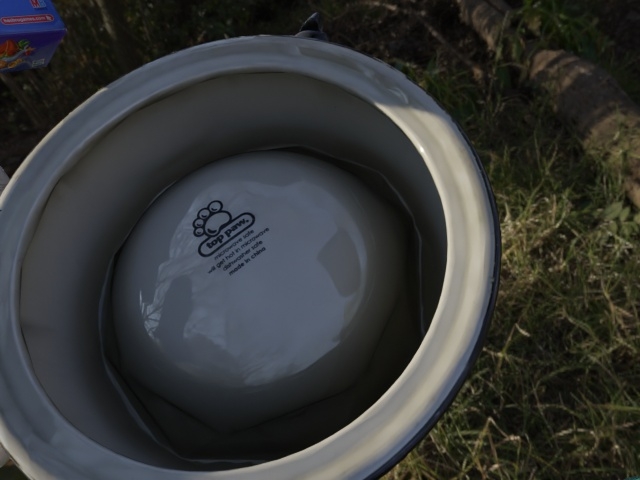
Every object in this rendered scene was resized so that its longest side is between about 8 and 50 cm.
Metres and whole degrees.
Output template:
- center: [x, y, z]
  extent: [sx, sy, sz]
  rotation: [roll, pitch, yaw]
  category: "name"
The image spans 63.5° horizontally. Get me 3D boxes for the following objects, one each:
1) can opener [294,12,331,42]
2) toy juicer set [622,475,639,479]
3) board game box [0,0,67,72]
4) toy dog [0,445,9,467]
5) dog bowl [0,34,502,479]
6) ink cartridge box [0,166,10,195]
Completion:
- center: [-0.022, -0.208, 0.699]
  extent: [0.059, 0.186, 0.073]
  rotation: [31, 54, 9]
  category: "can opener"
- center: [0.455, 0.410, 0.704]
  extent: [0.329, 0.209, 0.089]
  rotation: [-33, 13, -15]
  category: "toy juicer set"
- center: [-0.429, -0.237, 0.404]
  extent: [0.078, 0.233, 0.347]
  rotation: [-20, 7, 46]
  category: "board game box"
- center: [-0.452, 0.160, 0.627]
  extent: [0.334, 0.161, 0.220]
  rotation: [-16, 31, 36]
  category: "toy dog"
- center: [-0.065, 0.023, 0.452]
  extent: [0.408, 0.150, 0.407]
  rotation: [-4, 64, 8]
  category: "dog bowl"
- center: [-0.645, 0.017, 0.990]
  extent: [0.197, 0.272, 0.114]
  rotation: [-32, 6, 2]
  category: "ink cartridge box"
